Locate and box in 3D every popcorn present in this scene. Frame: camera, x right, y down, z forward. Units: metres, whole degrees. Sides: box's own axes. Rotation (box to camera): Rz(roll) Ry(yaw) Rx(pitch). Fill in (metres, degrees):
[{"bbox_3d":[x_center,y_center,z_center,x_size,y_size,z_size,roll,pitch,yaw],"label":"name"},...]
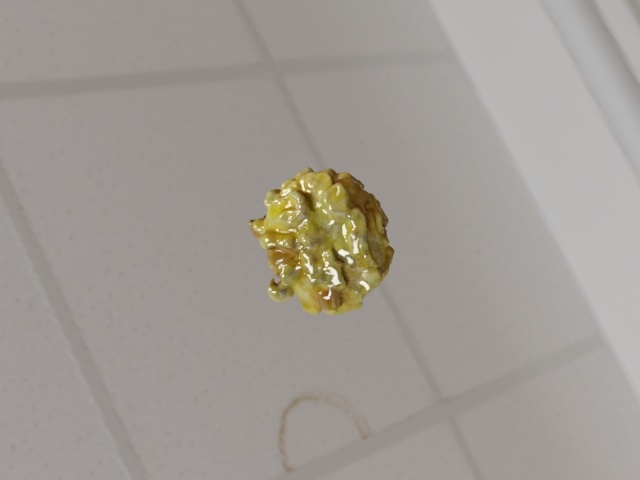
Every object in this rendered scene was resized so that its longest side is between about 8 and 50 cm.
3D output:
[{"bbox_3d":[0.000,0.000,0.743,0.083,0.082,0.057,10,-162,4],"label":"popcorn"}]
